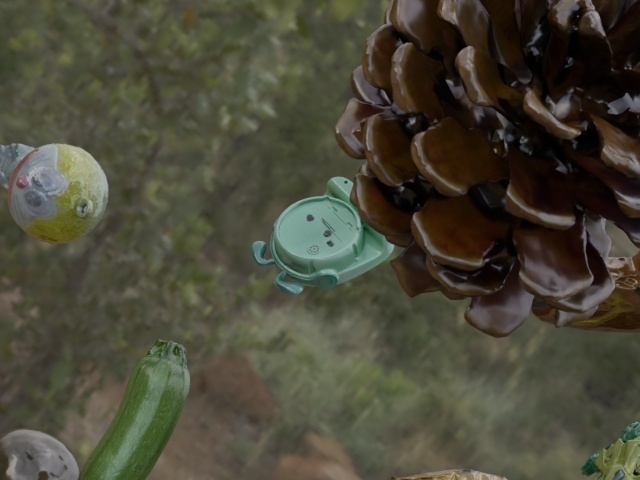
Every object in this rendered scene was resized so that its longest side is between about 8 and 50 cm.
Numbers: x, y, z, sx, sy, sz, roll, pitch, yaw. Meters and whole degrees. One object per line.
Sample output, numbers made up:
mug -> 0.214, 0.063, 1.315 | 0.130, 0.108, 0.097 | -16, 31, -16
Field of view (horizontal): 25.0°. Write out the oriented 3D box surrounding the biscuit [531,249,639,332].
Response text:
biscuit -> 0.408, 0.040, 1.748 | 0.262, 0.277, 0.052 | 7, 56, -27

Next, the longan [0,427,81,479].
longan -> -0.404, 0.335, 1.932 | 0.167, 0.187, 0.167 | 23, 48, -28

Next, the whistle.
whistle -> -0.337, -0.069, 1.714 | 0.223, 0.122, 0.123 | 27, -3, 44

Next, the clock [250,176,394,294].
clock -> 0.000, 0.001, 2.050 | 0.148, 0.189, 0.060 | 45, -23, 35

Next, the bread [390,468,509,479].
bread -> 0.125, 0.368, 1.500 | 0.204, 0.288, 0.156 | 8, 54, -10

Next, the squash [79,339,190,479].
squash -> -0.215, 0.221, 1.708 | 0.077, 0.219, 0.068 | 24, -4, 14

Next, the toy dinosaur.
toy dinosaur -> 0.457, 0.287, 1.997 | 0.094, 0.259, 0.153 | 49, -10, 3

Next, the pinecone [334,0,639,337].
pinecone -> 0.214, -0.109, 1.258 | 0.384, 0.384, 0.384 | 39, 8, -6
